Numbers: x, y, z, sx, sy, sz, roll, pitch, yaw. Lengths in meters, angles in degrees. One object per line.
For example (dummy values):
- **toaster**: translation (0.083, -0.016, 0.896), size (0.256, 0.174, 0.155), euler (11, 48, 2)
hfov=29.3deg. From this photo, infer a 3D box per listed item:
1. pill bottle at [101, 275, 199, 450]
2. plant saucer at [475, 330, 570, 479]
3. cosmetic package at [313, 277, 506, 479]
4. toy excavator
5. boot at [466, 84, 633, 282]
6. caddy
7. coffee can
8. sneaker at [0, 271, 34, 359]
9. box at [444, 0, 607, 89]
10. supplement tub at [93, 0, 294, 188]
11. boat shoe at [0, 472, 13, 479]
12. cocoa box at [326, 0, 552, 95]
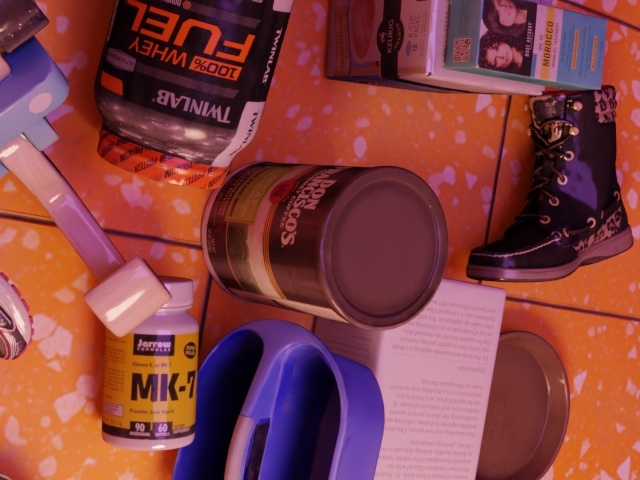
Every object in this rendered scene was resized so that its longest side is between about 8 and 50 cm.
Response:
- **pill bottle**: translation (-0.214, 0.151, 1.544), size (0.119, 0.119, 0.208), euler (-1, 95, -36)
- **plant saucer**: translation (0.298, 0.281, 1.984), size (0.278, 0.041, 0.277), euler (-5, 98, -37)
- **cosmetic package**: translation (0.103, 0.270, 1.762), size (0.230, 0.161, 0.453), euler (11, 88, -37)
- **toy excavator**: translation (-0.349, -0.128, 1.338), size (0.222, 0.433, 0.445), euler (-38, 158, -4)
- **boot**: translation (0.361, -0.091, 1.931), size (0.377, 0.138, 0.284), euler (-14, 104, -39)
- **caddy**: translation (-0.063, 0.274, 1.574), size (0.179, 0.241, 0.341), euler (17, 84, -57)
- **coffee can**: translation (0.000, 0.000, 1.588), size (0.202, 0.275, 0.201), euler (-4, 96, -36)
- **sneaker**: translation (-0.451, 0.051, 1.347), size (0.299, 0.121, 0.112), euler (39, 57, -31)
- **box**: translation (0.274, -0.261, 1.613), size (0.244, 0.060, 0.100), euler (2, 94, -38)
- **supplement tub**: translation (-0.150, -0.246, 1.469), size (0.207, 0.207, 0.338), euler (6, 106, -37)
- **boat shoe**: translation (-0.414, 0.306, 1.427), size (0.305, 0.091, 0.109), euler (37, 73, -33)
- **cocoa box**: translation (0.170, -0.384, 1.703), size (0.231, 0.228, 0.347), euler (1, 95, -38)
